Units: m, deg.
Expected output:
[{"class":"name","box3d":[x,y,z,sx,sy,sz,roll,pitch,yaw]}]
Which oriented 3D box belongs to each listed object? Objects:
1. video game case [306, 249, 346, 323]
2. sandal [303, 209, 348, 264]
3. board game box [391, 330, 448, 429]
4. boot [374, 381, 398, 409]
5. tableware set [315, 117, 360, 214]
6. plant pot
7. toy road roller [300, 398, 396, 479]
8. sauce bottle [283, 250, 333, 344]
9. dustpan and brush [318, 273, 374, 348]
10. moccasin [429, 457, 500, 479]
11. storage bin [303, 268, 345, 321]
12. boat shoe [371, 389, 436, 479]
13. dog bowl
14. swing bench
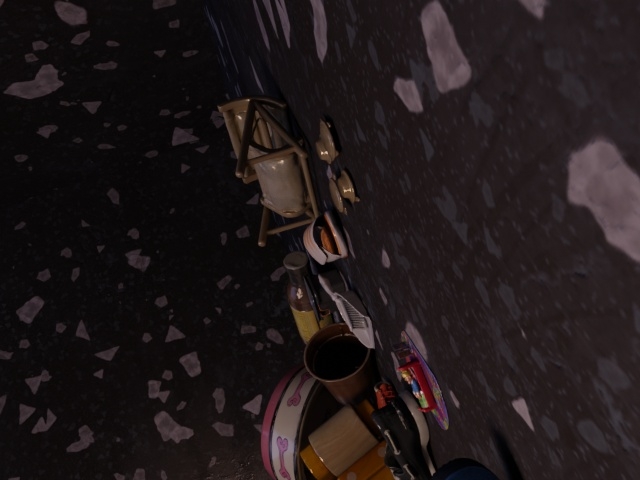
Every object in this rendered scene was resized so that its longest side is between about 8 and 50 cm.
[{"class":"video game case","box3d":[0.031,0.175,1.718,0.274,0.035,0.248,-117,10,-45]},{"class":"sandal","box3d":[0.004,0.010,1.268,0.265,0.076,0.101,105,143,-78]},{"class":"board game box","box3d":[0.155,0.233,0.928,0.168,0.033,0.133,-120,12,-55]},{"class":"boot","box3d":[0.150,0.361,1.248,0.158,0.059,0.084,-174,69,-84]},{"class":"tableware set","box3d":[0.024,-0.123,0.962,0.141,0.020,0.168,-173,64,-80]},{"class":"plant pot","box3d":[0.062,0.319,1.421,0.167,0.167,0.165,-118,3,-47]},{"class":"toy road roller","box3d":[0.121,0.552,1.396,0.240,0.202,0.329,49,176,31]},{"class":"sauce bottle","box3d":[-0.034,0.169,1.624,0.111,0.111,0.344,-117,11,-45]},{"class":"dustpan and brush","box3d":[0.055,0.150,1.341,0.147,0.060,0.211,78,169,-51]},{"class":"moccasin","box3d":[0.201,0.412,0.667,0.117,0.138,0.341,-154,45,-87]},{"class":"storage bin","box3d":[0.019,0.141,1.476,0.135,0.091,0.098,76,171,-49]},{"class":"boat shoe","box3d":[0.166,0.418,1.127,0.114,0.091,0.302,-129,18,-59]},{"class":"dog bowl","box3d":[-0.014,0.536,1.641,0.408,0.150,0.407,-9,-79,-57]},{"class":"swing bench","box3d":[-0.115,-0.173,1.334,0.253,0.165,0.254,77,175,-51]}]
